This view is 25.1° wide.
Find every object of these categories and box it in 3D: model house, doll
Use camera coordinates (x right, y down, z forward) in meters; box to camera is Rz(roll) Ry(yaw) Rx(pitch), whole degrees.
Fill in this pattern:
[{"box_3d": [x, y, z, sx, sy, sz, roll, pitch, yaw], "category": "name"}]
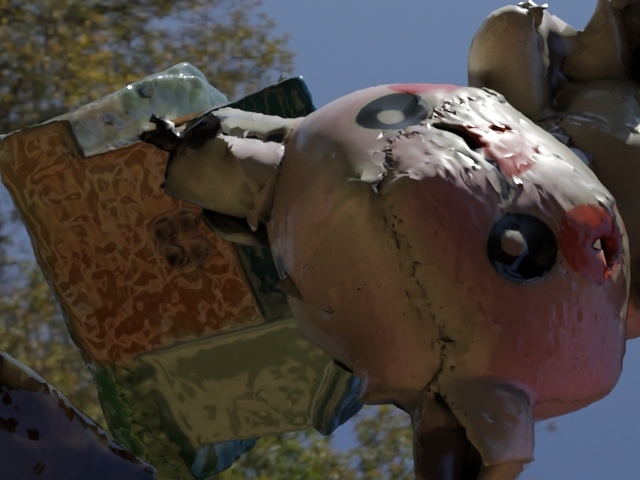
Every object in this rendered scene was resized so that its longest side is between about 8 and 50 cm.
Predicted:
[{"box_3d": [0.000, 0.000, 0.910, 0.325, 0.194, 0.267, -13, -77, 42], "category": "model house"}, {"box_3d": [0.061, -0.008, 0.443, 0.149, 0.192, 0.095, 57, -32, 25], "category": "doll"}]

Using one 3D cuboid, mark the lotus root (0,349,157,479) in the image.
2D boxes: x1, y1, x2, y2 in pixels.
[{"box_3d": [-0.212, 0.079, 0.399, 0.210, 0.314, 0.142, -34, -142, 55], "category": "lotus root"}]
